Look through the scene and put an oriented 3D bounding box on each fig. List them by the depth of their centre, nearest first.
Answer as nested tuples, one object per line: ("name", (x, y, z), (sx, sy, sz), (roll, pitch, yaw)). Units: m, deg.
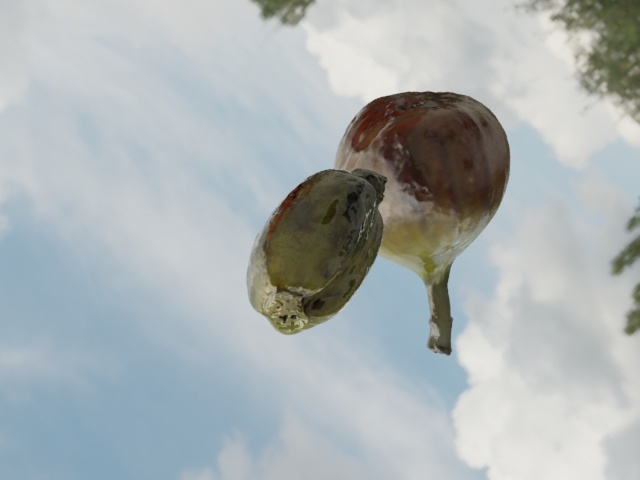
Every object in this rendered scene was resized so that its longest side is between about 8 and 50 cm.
("fig", (0.074, -0.018, 0.965), (0.143, 0.230, 0.160), (8, -159, -22))

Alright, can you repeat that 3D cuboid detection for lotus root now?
("lotus root", (0.000, 0.000, 0.513), (0.099, 0.049, 0.054), (-55, -37, -39))
